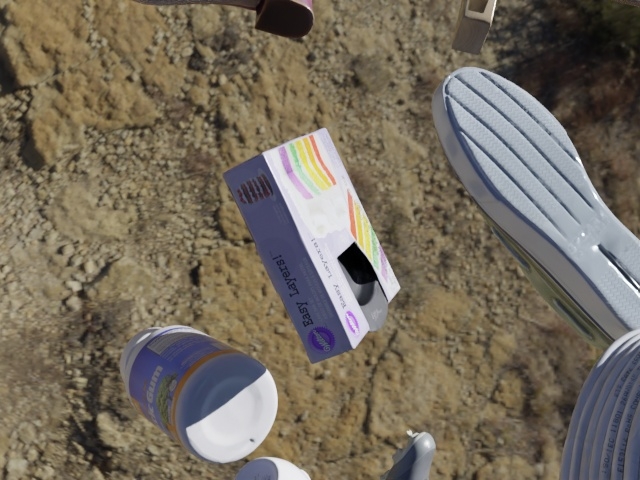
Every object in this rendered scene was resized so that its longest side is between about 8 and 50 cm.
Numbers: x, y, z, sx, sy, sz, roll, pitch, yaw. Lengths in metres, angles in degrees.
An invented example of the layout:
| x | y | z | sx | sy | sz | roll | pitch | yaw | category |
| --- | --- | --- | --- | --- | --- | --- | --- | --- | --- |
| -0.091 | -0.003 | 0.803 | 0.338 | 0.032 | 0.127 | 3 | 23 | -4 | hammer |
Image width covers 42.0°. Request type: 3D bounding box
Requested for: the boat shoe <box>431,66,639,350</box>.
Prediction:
| x | y | z | sx | sy | sz | roll | pitch | yaw | category |
| --- | --- | --- | --- | --- | --- | --- | --- | --- | --- |
| 0.194 | -0.016 | 0.745 | 0.109 | 0.094 | 0.302 | -34 | 85 | -26 | boat shoe |

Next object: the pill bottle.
| x | y | z | sx | sy | sz | roll | pitch | yaw | category |
| --- | --- | --- | --- | --- | --- | --- | --- | --- | --- |
| -0.192 | 0.209 | 1.214 | 0.152 | 0.272 | 0.152 | -5 | 100 | -34 | pill bottle |

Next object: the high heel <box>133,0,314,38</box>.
| x | y | z | sx | sy | sz | roll | pitch | yaw | category |
| --- | --- | --- | --- | --- | --- | --- | --- | --- | --- |
| -0.179 | -0.394 | 1.128 | 0.377 | 0.127 | 0.181 | 21 | 40 | -23 | high heel |

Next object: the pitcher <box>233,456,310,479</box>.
| x | y | z | sx | sy | sz | roll | pitch | yaw | category |
| --- | --- | --- | --- | --- | --- | --- | --- | --- | --- |
| -0.057 | 0.414 | 1.331 | 0.178 | 0.125 | 0.207 | -98 | 161 | -50 | pitcher |

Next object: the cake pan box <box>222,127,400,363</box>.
| x | y | z | sx | sy | sz | roll | pitch | yaw | category |
| --- | --- | --- | --- | --- | --- | --- | --- | --- | --- |
| 0.000 | 0.000 | 1.067 | 0.267 | 0.070 | 0.246 | 66 | 24 | -4 | cake pan box |

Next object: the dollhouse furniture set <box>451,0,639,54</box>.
| x | y | z | sx | sy | sz | roll | pitch | yaw | category |
| --- | --- | --- | --- | --- | --- | --- | --- | --- | --- |
| 0.183 | -0.212 | 0.653 | 0.123 | 0.151 | 0.144 | 14 | 71 | 3 | dollhouse furniture set |

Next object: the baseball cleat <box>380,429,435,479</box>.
| x | y | z | sx | sy | sz | roll | pitch | yaw | category |
| --- | --- | --- | --- | --- | --- | --- | --- | --- | --- |
| 0.107 | 0.319 | 0.964 | 0.072 | 0.109 | 0.206 | -17 | 135 | -48 | baseball cleat |

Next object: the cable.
| x | y | z | sx | sy | sz | roll | pitch | yaw | category |
| --- | --- | --- | --- | --- | --- | --- | --- | --- | --- |
| 0.288 | 0.188 | 0.644 | 0.257 | 0.089 | 0.257 | 14 | 80 | -35 | cable |
